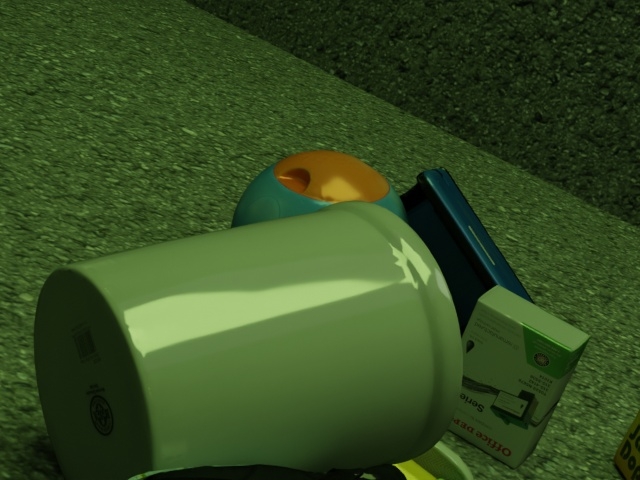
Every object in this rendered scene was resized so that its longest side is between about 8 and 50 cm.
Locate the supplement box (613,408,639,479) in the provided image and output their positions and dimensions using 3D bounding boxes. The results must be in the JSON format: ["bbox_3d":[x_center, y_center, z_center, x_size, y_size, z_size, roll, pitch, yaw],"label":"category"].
[{"bbox_3d":[0.671,0.349,1.853,0.357,0.195,0.194,15,22,-18],"label":"supplement box"}]

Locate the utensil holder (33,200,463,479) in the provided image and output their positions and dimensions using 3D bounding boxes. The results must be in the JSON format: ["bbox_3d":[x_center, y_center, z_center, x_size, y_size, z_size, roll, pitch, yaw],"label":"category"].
[{"bbox_3d":[-0.088,0.144,1.383,0.386,0.327,0.327,-13,37,-33],"label":"utensil holder"}]

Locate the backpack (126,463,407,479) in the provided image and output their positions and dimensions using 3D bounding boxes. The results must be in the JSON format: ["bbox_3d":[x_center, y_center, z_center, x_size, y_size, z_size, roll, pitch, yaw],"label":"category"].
[{"bbox_3d":[-0.064,0.342,1.133,0.356,0.273,0.290,23,30,-40],"label":"backpack"}]

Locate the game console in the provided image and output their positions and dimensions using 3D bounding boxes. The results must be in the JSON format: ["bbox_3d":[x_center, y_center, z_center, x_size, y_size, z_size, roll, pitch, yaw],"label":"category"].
[{"bbox_3d":[0.204,0.046,1.975,0.293,0.173,0.250,57,16,4],"label":"game console"}]

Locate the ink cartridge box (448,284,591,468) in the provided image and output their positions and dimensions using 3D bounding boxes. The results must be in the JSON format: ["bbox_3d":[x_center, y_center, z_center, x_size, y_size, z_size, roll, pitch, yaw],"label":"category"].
[{"bbox_3d":[0.277,0.204,1.801,0.160,0.219,0.093,29,25,21],"label":"ink cartridge box"}]

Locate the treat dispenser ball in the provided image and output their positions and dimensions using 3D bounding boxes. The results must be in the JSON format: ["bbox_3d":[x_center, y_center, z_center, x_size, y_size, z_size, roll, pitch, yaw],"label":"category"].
[{"bbox_3d":[0.000,0.000,1.933,0.288,0.288,0.288,18,21,-7],"label":"treat dispenser ball"}]

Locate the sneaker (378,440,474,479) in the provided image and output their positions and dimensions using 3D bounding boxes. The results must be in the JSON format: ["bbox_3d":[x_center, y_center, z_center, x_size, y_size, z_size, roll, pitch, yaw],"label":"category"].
[{"bbox_3d":[0.099,0.253,1.666,0.293,0.108,0.169,27,25,17],"label":"sneaker"}]

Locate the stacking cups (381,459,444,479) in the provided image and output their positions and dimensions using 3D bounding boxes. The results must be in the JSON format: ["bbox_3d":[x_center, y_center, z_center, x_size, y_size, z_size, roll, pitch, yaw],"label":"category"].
[{"bbox_3d":[0.201,0.379,1.481,0.316,0.096,0.096,32,24,23],"label":"stacking cups"}]
